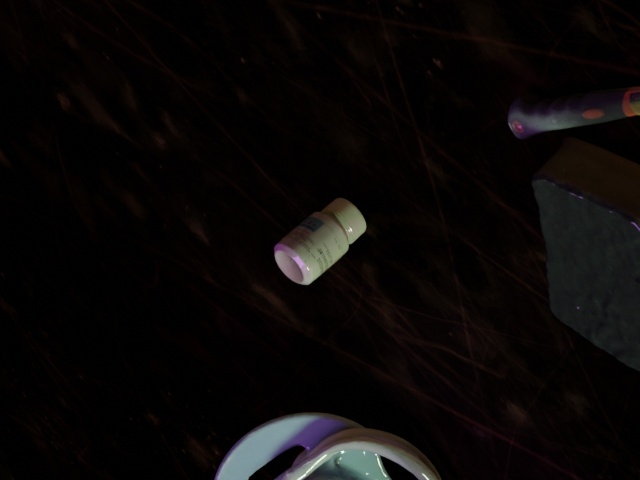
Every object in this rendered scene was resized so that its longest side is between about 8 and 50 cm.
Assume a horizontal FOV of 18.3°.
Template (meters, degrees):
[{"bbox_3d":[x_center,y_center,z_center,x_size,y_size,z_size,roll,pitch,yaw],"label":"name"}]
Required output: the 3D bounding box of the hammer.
[{"bbox_3d":[0.234,-0.106,1.511,0.111,0.033,0.287,58,154,-16],"label":"hammer"}]

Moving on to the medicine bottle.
[{"bbox_3d":[0.000,0.000,1.972,0.052,0.089,0.052,38,152,24],"label":"medicine bottle"}]

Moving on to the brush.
[{"bbox_3d":[0.241,0.015,1.638,0.123,0.059,0.197,31,150,36],"label":"brush"}]

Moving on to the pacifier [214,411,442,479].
[{"bbox_3d":[0.019,0.300,2.299,0.299,0.244,0.233,51,-174,-18],"label":"pacifier"}]
